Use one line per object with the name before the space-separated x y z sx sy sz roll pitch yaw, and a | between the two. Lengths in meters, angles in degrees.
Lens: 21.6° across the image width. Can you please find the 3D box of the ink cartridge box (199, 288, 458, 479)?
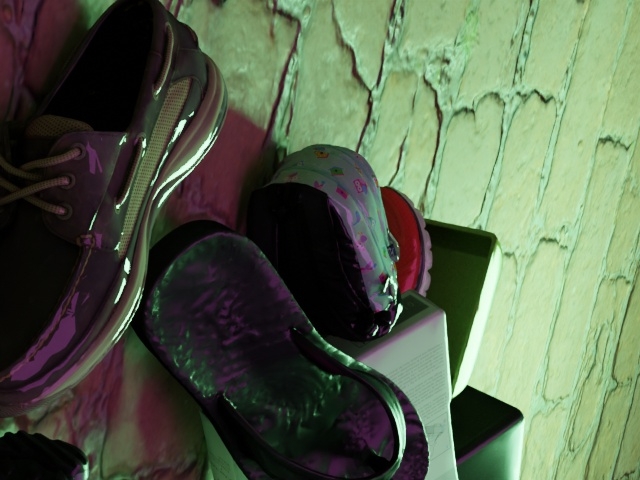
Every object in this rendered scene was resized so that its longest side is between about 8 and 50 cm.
ink cartridge box | 0.018 0.212 1.722 0.275 0.060 0.239 -28 131 -27

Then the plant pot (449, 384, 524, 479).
plant pot | 0.111 0.278 1.975 0.167 0.187 0.188 -30 132 -40

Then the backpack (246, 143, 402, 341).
backpack | 0.000 0.000 1.621 0.115 0.152 0.182 -57 141 -50

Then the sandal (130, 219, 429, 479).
sandal | -0.018 0.156 1.542 0.167 0.107 0.446 -51 133 -8

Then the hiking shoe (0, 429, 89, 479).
hiking shoe | -0.261 0.269 1.225 0.304 0.113 0.132 -42 139 -51

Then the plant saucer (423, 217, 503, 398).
plant saucer | 0.131 0.075 1.874 0.045 0.188 0.188 16 89 -33

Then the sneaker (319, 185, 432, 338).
sneaker | 0.035 0.074 1.767 0.118 0.107 0.279 18 87 -61

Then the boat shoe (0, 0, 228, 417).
boat shoe | -0.188 -0.039 1.215 0.130 0.132 0.355 63 38 -44
